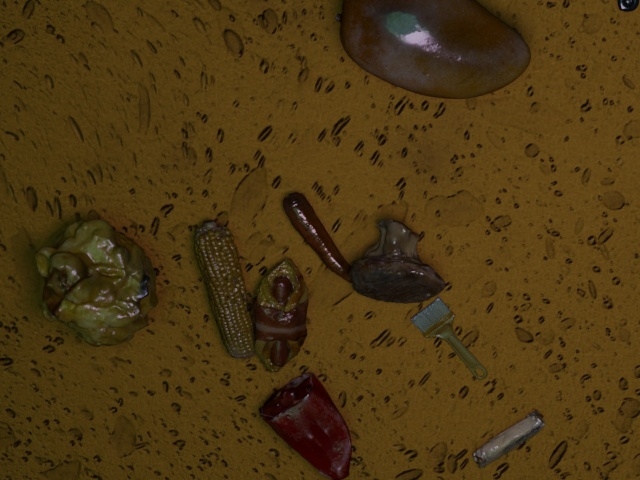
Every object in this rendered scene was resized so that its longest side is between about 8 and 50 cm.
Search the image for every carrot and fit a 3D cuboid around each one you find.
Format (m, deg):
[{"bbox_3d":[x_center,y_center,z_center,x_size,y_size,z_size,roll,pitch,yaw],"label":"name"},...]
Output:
[{"bbox_3d":[0.000,0.000,1.866,0.059,0.059,0.248,-35,96,14],"label":"carrot"}]

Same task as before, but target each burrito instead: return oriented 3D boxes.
[{"bbox_3d":[0.411,0.436,1.883,0.185,0.041,0.045,-36,51,15],"label":"burrito"}]

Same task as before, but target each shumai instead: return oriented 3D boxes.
[{"bbox_3d":[0.162,0.045,1.813,0.209,0.161,0.153,-9,69,41],"label":"shumai"}]

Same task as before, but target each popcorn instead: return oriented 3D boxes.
[{"bbox_3d":[-0.492,0.094,1.893,0.252,0.215,0.286,-19,92,-26],"label":"popcorn"}]

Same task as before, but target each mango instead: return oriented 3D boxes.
[{"bbox_3d":[0.217,-0.394,1.677,0.384,0.199,0.221,16,104,6],"label":"mango"}]

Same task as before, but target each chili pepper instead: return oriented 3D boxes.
[{"bbox_3d":[-0.003,0.424,1.929,0.253,0.136,0.144,50,60,-12],"label":"chili pepper"}]

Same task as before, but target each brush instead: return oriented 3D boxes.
[{"bbox_3d":[0.292,0.223,1.878,0.083,0.011,0.205,-41,92,14],"label":"brush"}]

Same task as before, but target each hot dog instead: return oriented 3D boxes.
[{"bbox_3d":[-0.086,0.170,1.885,0.123,0.093,0.261,-2,100,-4],"label":"hot dog"}]

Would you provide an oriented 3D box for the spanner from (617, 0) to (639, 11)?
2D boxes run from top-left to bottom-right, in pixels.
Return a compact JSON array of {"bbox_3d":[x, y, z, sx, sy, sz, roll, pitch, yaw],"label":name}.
[{"bbox_3d":[0.590,-0.603,1.664,0.087,0.024,0.316,-7,99,6],"label":"spanner"}]

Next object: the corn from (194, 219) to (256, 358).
[{"bbox_3d":[-0.207,0.110,1.905,0.097,0.097,0.320,-11,101,12],"label":"corn"}]
